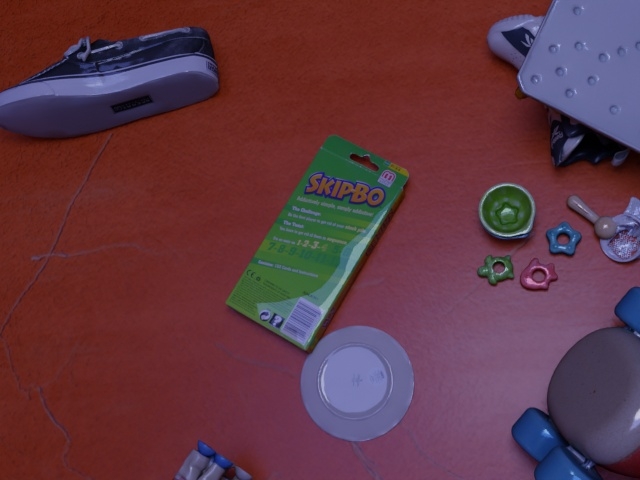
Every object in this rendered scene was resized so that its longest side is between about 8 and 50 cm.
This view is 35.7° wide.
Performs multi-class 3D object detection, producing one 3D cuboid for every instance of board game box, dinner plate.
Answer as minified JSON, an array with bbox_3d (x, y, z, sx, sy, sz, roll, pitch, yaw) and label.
[{"bbox_3d":[0.000,0.000,1.252,0.124,0.039,0.259,28,83,18],"label":"board game box"},{"bbox_3d":[0.469,-0.253,1.155,0.390,0.050,0.390,27,81,-2],"label":"board game box"},{"bbox_3d":[0.043,0.172,1.207,0.141,0.017,0.141,-3,74,10],"label":"dinner plate"}]

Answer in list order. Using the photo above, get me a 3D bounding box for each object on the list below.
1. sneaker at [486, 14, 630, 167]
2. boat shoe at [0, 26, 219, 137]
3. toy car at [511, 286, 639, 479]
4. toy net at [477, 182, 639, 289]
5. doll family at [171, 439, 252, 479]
[{"bbox_3d":[0.288,-0.169,1.207,0.235,0.094,0.153,29,74,8],"label":"sneaker"},{"bbox_3d":[-0.293,-0.223,1.339,0.306,0.113,0.105,-14,66,5],"label":"boat shoe"},{"bbox_3d":[0.372,0.215,1.064,0.238,0.210,0.219,37,99,-10],"label":"toy car"},{"bbox_3d":[0.305,-0.003,1.183,0.232,0.045,0.122,2,75,12],"label":"toy net"},{"bbox_3d":[-0.101,0.359,1.149,0.263,0.118,0.163,35,77,0],"label":"doll family"}]
